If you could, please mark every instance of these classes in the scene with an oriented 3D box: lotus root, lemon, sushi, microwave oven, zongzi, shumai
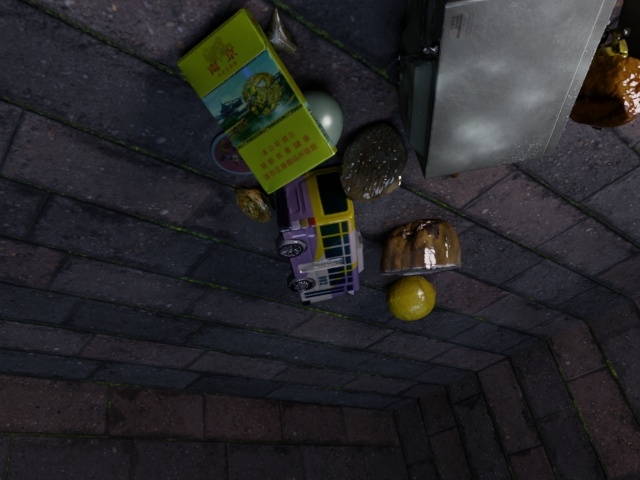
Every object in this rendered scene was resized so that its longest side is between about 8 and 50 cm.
[{"bbox_3d":[0.321,0.025,1.626,0.271,0.192,0.272,-2,179,0],"label":"lotus root"},{"bbox_3d":[0.353,0.225,1.948,0.193,0.181,0.180,7,160,39],"label":"lemon"},{"bbox_3d":[0.654,-0.360,1.126,0.166,0.296,0.179,34,92,-22],"label":"sushi"},{"bbox_3d":[0.341,-0.374,1.030,0.373,0.237,0.432,-10,145,-1],"label":"microwave oven"},{"bbox_3d":[-0.073,-0.431,1.022,0.076,0.040,0.083,4,126,-31],"label":"zongzi"},{"bbox_3d":[0.146,-0.201,1.330,0.161,0.210,0.153,22,-174,13],"label":"shumai"}]

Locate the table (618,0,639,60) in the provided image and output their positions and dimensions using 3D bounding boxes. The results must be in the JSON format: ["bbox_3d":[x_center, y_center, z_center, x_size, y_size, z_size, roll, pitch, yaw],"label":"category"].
[{"bbox_3d":[0.837,-0.479,1.052,0.248,0.317,0.317,-28,144,1],"label":"table"}]

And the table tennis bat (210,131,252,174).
[{"bbox_3d":[-0.161,-0.226,1.288,0.244,0.040,0.153,5,142,-14],"label":"table tennis bat"}]

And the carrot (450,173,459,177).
[{"bbox_3d":[0.386,-0.237,1.414,0.047,0.047,0.191,-16,151,8],"label":"carrot"}]

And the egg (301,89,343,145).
[{"bbox_3d":[-0.048,-0.252,1.160,0.230,0.168,0.168,-37,138,26],"label":"egg"}]

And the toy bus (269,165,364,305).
[{"bbox_3d":[0.000,0.000,1.499,0.249,0.210,0.440,-11,144,-1],"label":"toy bus"}]

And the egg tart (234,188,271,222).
[{"bbox_3d":[-0.188,-0.108,1.415,0.128,0.049,0.129,26,150,16],"label":"egg tart"}]

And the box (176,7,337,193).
[{"bbox_3d":[-0.130,-0.281,1.043,0.186,0.047,0.335,-28,105,24],"label":"box"}]
